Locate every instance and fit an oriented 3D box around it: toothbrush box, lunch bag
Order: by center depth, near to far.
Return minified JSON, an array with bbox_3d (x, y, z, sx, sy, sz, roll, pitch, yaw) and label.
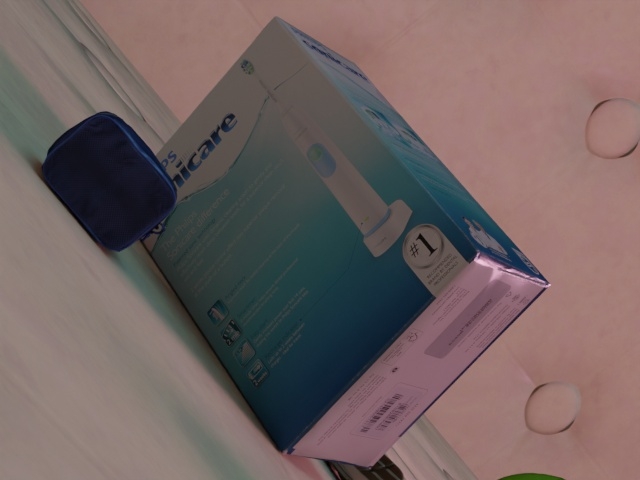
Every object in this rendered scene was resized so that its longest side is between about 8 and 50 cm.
[{"bbox_3d":[-0.144,-0.041,0.967,0.098,0.067,0.065,52,2,-12],"label":"lunch bag"},{"bbox_3d":[0.000,0.000,1.105,0.126,0.216,0.295,22,24,-53],"label":"toothbrush box"}]

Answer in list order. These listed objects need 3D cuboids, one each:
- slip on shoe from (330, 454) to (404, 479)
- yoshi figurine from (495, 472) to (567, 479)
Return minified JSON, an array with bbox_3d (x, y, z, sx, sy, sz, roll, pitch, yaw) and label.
[{"bbox_3d":[0.023,0.184,1.204,0.135,0.051,0.041,43,-43,33],"label":"slip on shoe"},{"bbox_3d":[0.165,0.250,0.946,0.203,0.203,0.362,47,0,18],"label":"yoshi figurine"}]
